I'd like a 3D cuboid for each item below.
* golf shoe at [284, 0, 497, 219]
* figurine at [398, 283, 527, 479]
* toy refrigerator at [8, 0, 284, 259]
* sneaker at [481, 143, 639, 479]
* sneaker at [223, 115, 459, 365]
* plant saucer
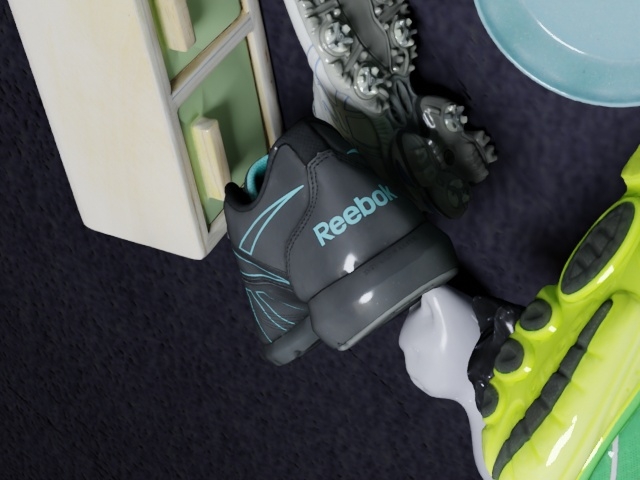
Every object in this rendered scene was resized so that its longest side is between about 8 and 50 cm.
[{"bbox_3d":[0.014,-0.081,0.699,0.086,0.069,0.176,-2,127,47],"label":"golf shoe"},{"bbox_3d":[0.127,0.107,0.745,0.209,0.092,0.215,53,171,-11],"label":"figurine"},{"bbox_3d":[-0.092,-0.127,0.702,0.094,0.102,0.269,15,137,25],"label":"toy refrigerator"},{"bbox_3d":[0.189,0.009,0.575,0.123,0.109,0.295,26,115,-24],"label":"sneaker"},{"bbox_3d":[0.000,0.000,0.740,0.106,0.101,0.267,55,165,0],"label":"sneaker"},{"bbox_3d":[0.126,-0.115,0.608,0.119,0.021,0.119,21,139,19],"label":"plant saucer"}]
